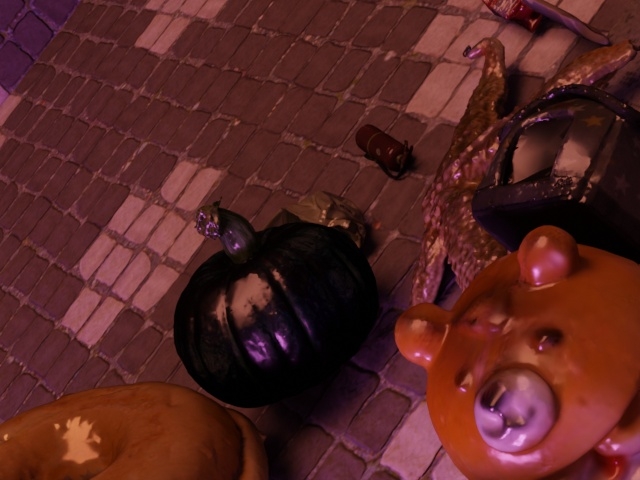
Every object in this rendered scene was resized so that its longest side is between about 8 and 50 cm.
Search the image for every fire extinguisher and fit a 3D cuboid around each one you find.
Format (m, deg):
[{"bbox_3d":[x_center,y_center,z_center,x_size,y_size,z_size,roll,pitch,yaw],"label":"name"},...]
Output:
[{"bbox_3d":[0.085,-0.116,2.084,0.132,0.039,0.056,-139,56,-61],"label":"fire extinguisher"}]

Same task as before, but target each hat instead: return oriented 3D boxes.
[{"bbox_3d":[-0.006,0.004,2.054,0.122,0.081,0.166,52,122,22],"label":"hat"}]

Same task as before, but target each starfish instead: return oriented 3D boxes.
[{"bbox_3d":[0.206,-0.098,1.810,0.324,0.082,0.432,-27,34,58],"label":"starfish"}]

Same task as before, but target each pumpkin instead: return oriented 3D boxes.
[{"bbox_3d":[-0.067,0.056,1.870,0.248,0.248,0.248,-34,32,26],"label":"pumpkin"}]

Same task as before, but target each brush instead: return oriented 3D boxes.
[{"bbox_3d":[0.265,-0.277,1.975,0.050,0.060,0.321,-58,20,9],"label":"brush"}]

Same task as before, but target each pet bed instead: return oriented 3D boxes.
[{"bbox_3d":[0.279,-0.051,1.560,0.183,0.211,0.159,-9,51,54],"label":"pet bed"}]

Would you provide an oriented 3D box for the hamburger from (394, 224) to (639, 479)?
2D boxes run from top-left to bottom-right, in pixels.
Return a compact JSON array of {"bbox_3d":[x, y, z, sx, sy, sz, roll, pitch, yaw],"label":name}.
[{"bbox_3d":[0.214,0.118,1.434,0.276,0.237,0.276,-37,31,27],"label":"hamburger"}]

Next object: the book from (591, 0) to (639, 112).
[{"bbox_3d":[0.446,-0.268,1.770,0.379,0.031,0.264,-53,30,-6],"label":"book"}]

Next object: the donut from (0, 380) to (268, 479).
[{"bbox_3d":[-0.246,0.310,1.768,0.449,0.198,0.449,-18,20,7],"label":"donut"}]
